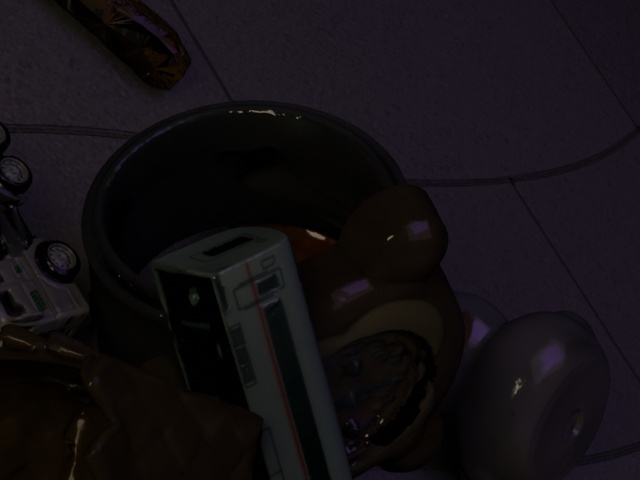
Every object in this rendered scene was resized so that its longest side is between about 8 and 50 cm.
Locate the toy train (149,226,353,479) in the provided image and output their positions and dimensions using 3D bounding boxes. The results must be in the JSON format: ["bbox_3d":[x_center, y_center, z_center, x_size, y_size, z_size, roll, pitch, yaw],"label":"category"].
[{"bbox_3d":[-0.020,0.191,1.278,0.088,0.086,0.407,-26,111,-33],"label":"toy train"}]

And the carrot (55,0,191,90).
[{"bbox_3d":[-0.234,-0.249,1.827,0.228,0.069,0.069,40,32,-14],"label":"carrot"}]

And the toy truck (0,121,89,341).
[{"bbox_3d":[-0.301,-0.008,1.446,0.125,0.101,0.242,-12,63,-51],"label":"toy truck"}]

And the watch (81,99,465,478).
[{"bbox_3d":[-0.073,0.044,1.479,0.335,0.314,0.327,-26,50,-20],"label":"watch"}]

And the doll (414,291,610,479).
[{"bbox_3d":[0.184,0.151,1.843,0.251,0.221,0.221,46,22,-53],"label":"doll"}]

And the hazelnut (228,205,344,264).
[{"bbox_3d":[0.000,0.000,1.747,0.214,0.214,0.176,36,72,-21],"label":"hazelnut"}]

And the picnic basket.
[{"bbox_3d":[-0.221,0.198,1.126,0.321,0.254,0.291,18,76,-44],"label":"picnic basket"}]
